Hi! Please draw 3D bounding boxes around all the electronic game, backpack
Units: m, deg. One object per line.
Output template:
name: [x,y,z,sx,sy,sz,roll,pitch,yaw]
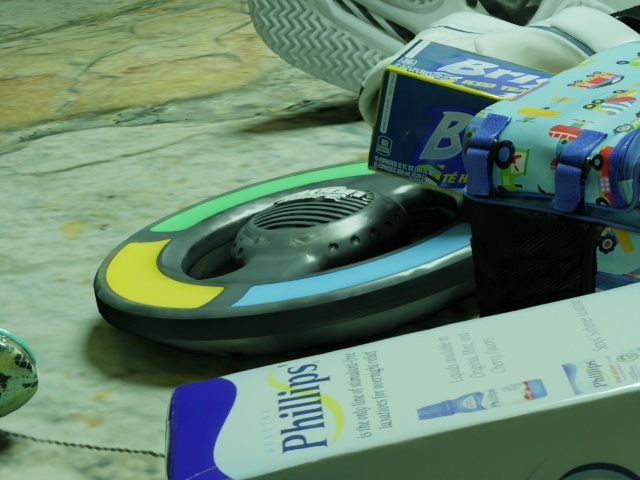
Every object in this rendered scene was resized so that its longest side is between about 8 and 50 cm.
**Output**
electronic game: [0.000,0.000,0.946,0.229,0.048,0.229,-12,16,4]
backpack: [0.159,-0.005,0.728,0.158,0.117,0.173,-24,23,-32]

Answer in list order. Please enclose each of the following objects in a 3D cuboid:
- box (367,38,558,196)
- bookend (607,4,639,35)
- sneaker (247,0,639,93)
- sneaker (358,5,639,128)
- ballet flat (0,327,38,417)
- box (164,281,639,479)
box: [0.112,-0.043,0.892,0.169,0.054,0.059,16,25,15]
bookend: [0.258,-0.100,1.040,0.156,0.072,0.157,-18,18,-15]
sneaker: [0.132,-0.192,1.347,0.366,0.137,0.210,-7,16,0]
sneaker: [0.107,-0.071,1.065,0.091,0.094,0.258,-37,19,-15]
ballet flat: [-0.211,0.074,0.860,0.188,0.070,0.070,-4,18,33]
box: [0.041,0.090,0.477,0.137,0.126,0.072,-13,18,1]
